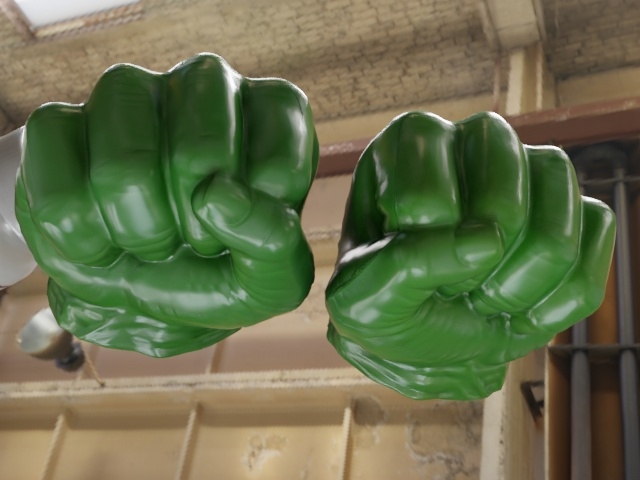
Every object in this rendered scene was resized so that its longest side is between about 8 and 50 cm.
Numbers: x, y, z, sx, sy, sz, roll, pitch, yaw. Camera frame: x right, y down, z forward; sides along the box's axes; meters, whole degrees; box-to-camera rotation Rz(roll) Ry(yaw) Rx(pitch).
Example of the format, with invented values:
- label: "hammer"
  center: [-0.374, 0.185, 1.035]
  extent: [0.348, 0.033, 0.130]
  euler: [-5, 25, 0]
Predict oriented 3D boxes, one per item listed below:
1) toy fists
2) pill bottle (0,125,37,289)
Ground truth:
- label: "toy fists"
  center: [0.000, 0.000, 0.390]
  extent: [0.279, 0.142, 0.096]
  euler: [11, -139, -9]
- label: "pill bottle"
  center: [-0.309, -0.003, 0.681]
  extent: [0.221, 0.121, 0.121]
  euler: [-25, -137, 7]
